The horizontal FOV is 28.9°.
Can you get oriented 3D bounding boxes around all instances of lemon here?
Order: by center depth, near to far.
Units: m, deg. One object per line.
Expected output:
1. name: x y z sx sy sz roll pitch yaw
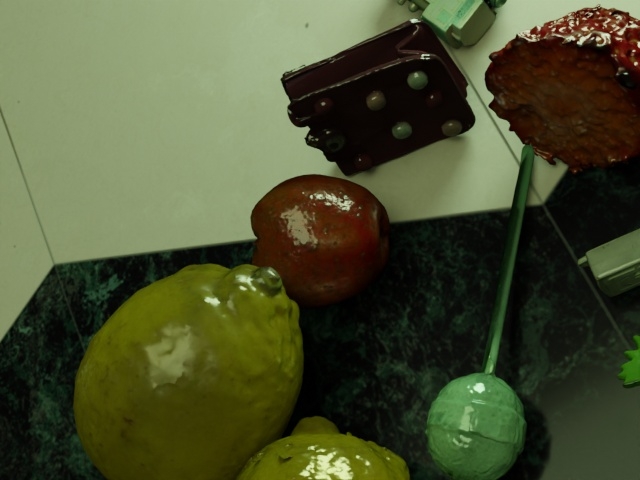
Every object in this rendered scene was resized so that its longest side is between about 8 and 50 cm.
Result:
1. lemon: -0.001 0.354 1.420 0.245 0.245 0.320 -11 61 22
2. lemon: -0.161 0.176 1.528 0.285 0.316 0.285 3 41 -2

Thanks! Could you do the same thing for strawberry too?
1. strawberry: 0.325 -0.214 1.498 0.233 0.234 0.178 14 58 29

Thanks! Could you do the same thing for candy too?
1. candy: 0.219 0.079 1.502 0.119 0.119 0.440 4 67 26

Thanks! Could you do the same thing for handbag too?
1. handbag: 0.076 -0.174 1.591 0.216 0.203 0.074 -22 59 14

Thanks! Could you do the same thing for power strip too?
1. power strip: 0.393 0.011 1.448 0.175 0.075 0.042 -26 61 16

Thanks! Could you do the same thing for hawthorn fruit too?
1. hawthorn fruit: 0.000 0.000 1.590 0.189 0.189 0.189 -9 69 23

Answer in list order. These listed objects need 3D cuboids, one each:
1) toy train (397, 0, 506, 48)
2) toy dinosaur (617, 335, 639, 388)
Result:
1. toy train: 0.162 -0.354 1.689 0.194 0.081 0.125 42 97 29
2. toy dinosaur: 0.418 0.190 1.346 0.152 0.177 0.194 -1 42 30
